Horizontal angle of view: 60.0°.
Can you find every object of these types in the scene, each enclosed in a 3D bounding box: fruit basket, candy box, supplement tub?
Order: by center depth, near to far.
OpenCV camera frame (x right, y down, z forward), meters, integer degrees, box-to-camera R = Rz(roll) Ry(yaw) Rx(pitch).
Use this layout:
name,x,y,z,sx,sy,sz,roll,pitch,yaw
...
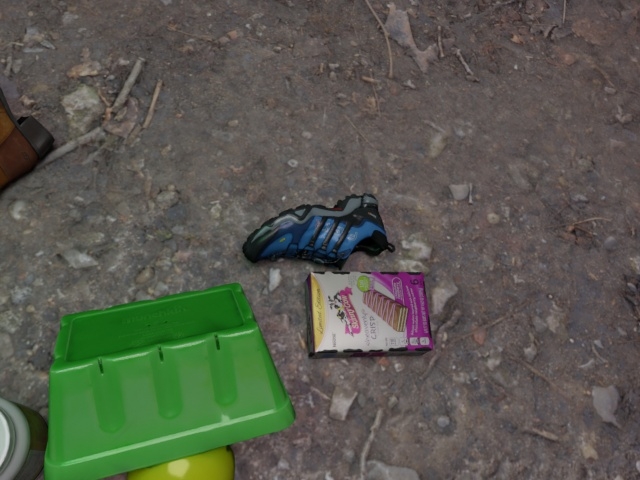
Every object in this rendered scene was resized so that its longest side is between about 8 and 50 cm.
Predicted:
name,x,y,z,sx,sy,sz,roll,pitch,yaw
supplement tub,-0.494,0.307,0.818,0.144,0.199,0.144,4,67,-10
fruit basket,-0.233,0.293,0.891,0.392,0.283,0.392,-7,113,-17
candy box,0.091,0.144,1.080,0.233,0.071,0.159,0,69,-11

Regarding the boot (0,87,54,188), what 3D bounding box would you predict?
name,x,y,z,sx,sy,sz,roll,pitch,yaw
boot,-0.676,-0.171,0.993,0.280,0.096,0.264,-56,130,-23

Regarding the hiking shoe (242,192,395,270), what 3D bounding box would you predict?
name,x,y,z,sx,sy,sz,roll,pitch,yaw
hiking shoe,0.000,0.000,1.096,0.304,0.113,0.132,-17,72,-18
